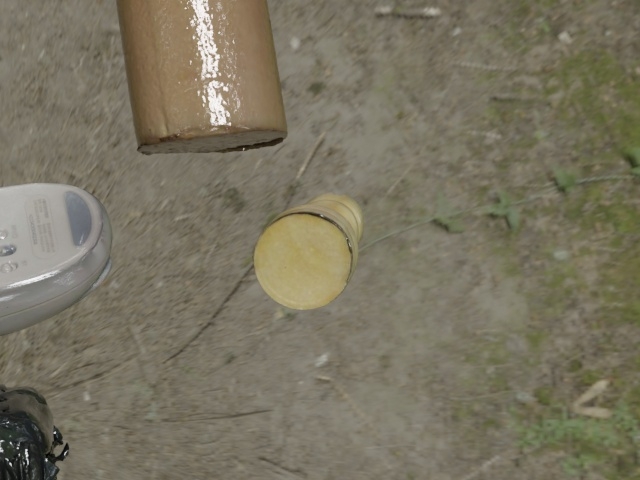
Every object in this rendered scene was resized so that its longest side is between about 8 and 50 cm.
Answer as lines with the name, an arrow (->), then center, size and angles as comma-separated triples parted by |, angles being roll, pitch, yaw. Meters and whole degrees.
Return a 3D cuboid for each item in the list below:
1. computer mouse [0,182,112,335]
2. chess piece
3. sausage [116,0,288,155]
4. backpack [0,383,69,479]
computer mouse -> -0.131, 0.012, 0.515 | 0.096, 0.039, 0.066 | -12, 48, -9
chess piece -> 0.000, 0.000, 0.836 | 0.066, 0.122, 0.066 | 2, 103, 11
sausage -> -0.104, -0.196, 1.016 | 0.123, 0.123, 0.252 | -7, 84, -17
backpack -> -0.321, 0.272, 1.289 | 0.133, 0.206, 0.258 | -2, 97, -14
